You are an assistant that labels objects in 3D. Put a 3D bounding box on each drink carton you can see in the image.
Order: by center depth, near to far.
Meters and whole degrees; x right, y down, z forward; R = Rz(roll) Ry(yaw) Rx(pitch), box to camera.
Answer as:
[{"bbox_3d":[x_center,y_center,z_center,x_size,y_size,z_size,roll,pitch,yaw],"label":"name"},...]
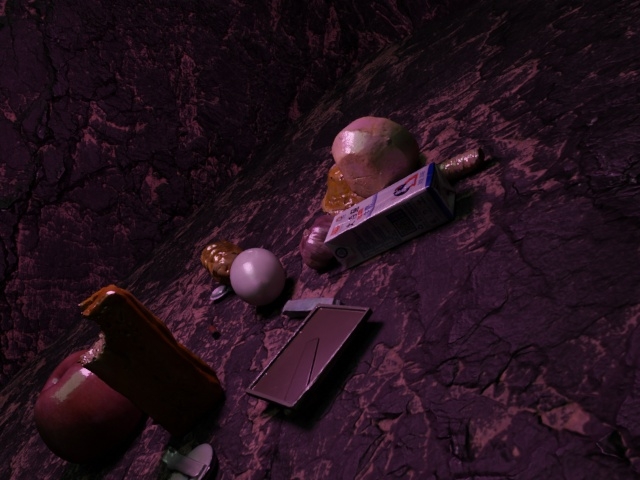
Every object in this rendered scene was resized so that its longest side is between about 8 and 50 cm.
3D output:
[{"bbox_3d":[0.165,-0.057,1.389,0.315,0.106,0.130,-27,21,31],"label":"drink carton"}]

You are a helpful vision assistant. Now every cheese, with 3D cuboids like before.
[{"bbox_3d":[-0.316,0.166,1.876,0.121,0.026,0.067,-23,23,19],"label":"cheese"}]

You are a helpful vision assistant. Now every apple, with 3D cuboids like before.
[{"bbox_3d":[-0.613,0.431,1.517,0.306,0.235,0.305,-34,22,16],"label":"apple"}]

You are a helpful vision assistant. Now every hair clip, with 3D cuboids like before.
[{"bbox_3d":[-0.261,0.451,1.127,0.172,0.049,0.116,-9,40,50],"label":"hair clip"}]

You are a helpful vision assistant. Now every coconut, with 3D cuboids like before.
[{"bbox_3d":[0.144,-0.226,1.503,0.197,0.237,0.236,99,-164,-44],"label":"coconut"}]

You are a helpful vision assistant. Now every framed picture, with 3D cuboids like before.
[{"bbox_3d":[-0.025,0.223,1.153,0.189,0.023,0.260,-5,38,53],"label":"framed picture"}]

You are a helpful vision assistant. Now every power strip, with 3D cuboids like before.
[{"bbox_3d":[-0.045,0.282,1.137,0.076,0.028,0.169,-37,21,7],"label":"power strip"}]

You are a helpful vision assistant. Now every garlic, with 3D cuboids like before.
[{"bbox_3d":[0.000,0.000,1.545,0.159,0.102,0.147,-62,9,-29],"label":"garlic"}]

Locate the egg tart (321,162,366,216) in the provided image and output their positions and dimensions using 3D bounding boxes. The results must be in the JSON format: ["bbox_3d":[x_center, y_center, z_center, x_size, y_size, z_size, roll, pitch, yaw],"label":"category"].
[{"bbox_3d":[0.131,-0.202,1.730,0.341,0.132,0.341,-32,21,14],"label":"egg tart"}]

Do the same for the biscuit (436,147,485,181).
[{"bbox_3d":[0.314,-0.172,1.447,0.219,0.055,0.061,-24,8,37],"label":"biscuit"}]

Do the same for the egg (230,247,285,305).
[{"bbox_3d":[-0.173,0.102,1.576,0.151,0.151,0.209,-39,22,0],"label":"egg"}]

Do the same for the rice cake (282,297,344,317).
[{"bbox_3d":[-0.022,0.161,1.354,0.211,0.034,0.043,-10,43,53],"label":"rice cake"}]

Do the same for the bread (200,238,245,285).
[{"bbox_3d":[-0.308,0.074,1.898,0.152,0.129,0.268,-11,13,-18],"label":"bread"}]

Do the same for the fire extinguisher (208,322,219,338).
[{"bbox_3d":[-0.312,0.262,1.663,0.083,0.023,0.028,-160,82,-68],"label":"fire extinguisher"}]

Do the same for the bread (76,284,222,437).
[{"bbox_3d":[-0.394,0.272,1.262,0.185,0.380,0.109,-40,26,-4],"label":"bread"}]
